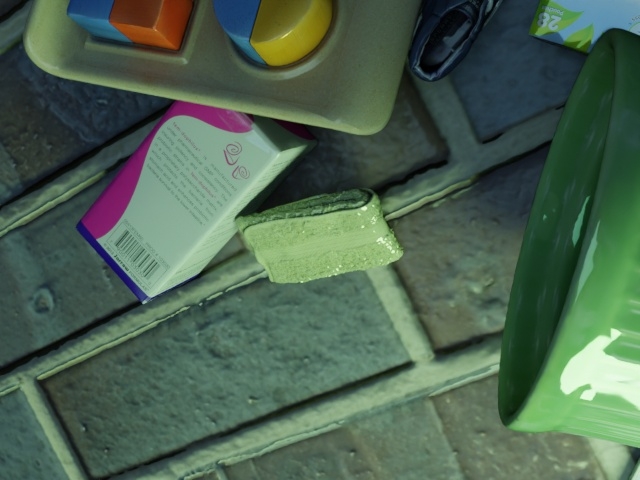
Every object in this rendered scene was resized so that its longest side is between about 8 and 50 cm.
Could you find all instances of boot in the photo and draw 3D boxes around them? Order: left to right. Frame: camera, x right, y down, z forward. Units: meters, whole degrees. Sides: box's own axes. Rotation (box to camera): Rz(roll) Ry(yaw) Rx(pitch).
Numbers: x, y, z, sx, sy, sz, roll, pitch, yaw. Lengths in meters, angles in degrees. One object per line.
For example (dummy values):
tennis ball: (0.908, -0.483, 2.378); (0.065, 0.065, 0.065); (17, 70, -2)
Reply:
boot: (0.140, -0.220, 0.653); (0.069, 0.086, 0.190); (28, 115, -10)

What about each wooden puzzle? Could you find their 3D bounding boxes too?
wooden puzzle: (-0.075, -0.279, 0.667); (0.347, 0.080, 0.322); (14, 83, 14)

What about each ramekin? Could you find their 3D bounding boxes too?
ramekin: (0.243, 0.010, 0.571); (0.148, 0.303, 0.304); (14, 107, 8)

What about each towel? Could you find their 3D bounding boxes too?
towel: (0.000, 0.000, 0.764); (0.148, 0.027, 0.110); (-12, 138, 19)

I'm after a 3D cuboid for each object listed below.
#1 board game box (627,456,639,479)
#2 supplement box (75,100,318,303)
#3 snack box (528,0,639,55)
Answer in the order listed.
board game box: (0.454, 0.361, 0.705); (0.389, 0.050, 0.390); (23, 108, 13)
supplement box: (-0.125, -0.057, 0.779); (0.111, 0.114, 0.220); (47, 114, 5)
snack box: (0.297, -0.218, 0.614); (0.207, 0.070, 0.175); (22, 109, 15)
